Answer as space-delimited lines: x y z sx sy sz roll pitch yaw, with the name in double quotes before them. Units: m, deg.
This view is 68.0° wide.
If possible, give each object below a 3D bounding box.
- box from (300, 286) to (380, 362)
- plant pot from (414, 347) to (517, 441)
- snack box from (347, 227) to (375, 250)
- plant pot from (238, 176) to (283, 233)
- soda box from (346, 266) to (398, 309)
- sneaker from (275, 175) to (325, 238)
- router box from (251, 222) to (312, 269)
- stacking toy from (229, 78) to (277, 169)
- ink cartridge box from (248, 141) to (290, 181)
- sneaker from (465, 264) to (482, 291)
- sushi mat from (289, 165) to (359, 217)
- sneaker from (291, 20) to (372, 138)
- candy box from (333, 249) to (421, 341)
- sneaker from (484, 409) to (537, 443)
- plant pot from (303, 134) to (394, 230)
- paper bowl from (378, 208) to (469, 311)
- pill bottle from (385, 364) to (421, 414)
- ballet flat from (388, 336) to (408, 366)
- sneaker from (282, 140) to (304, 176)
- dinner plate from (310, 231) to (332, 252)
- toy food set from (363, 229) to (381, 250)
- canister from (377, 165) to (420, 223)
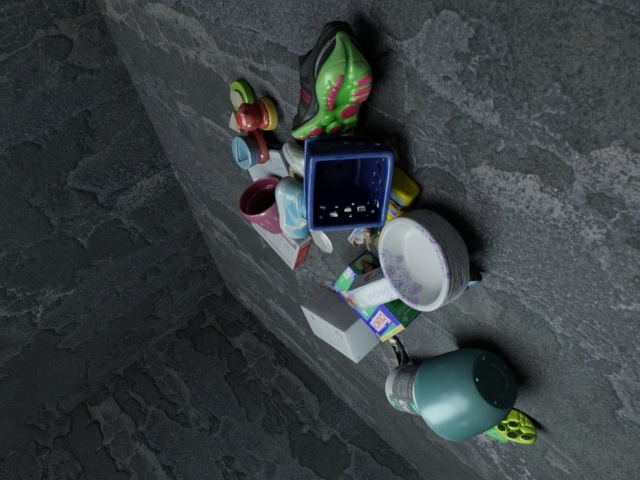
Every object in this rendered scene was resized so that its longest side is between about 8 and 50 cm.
"box" 0.094 0.405 2.328 0.345 0.168 0.215 24 144 49
"plant pot" 0.500 0.492 1.574 0.293 0.293 0.235 49 140 7
"snack box" 0.152 -0.020 1.785 0.064 0.022 0.178 49 157 8
"plant pot" -0.204 -0.128 1.933 0.201 0.201 0.180 31 164 40
"soda box" 0.233 0.146 1.636 0.286 0.091 0.098 -28 109 41
"sneaker" -0.051 -0.085 1.810 0.208 0.127 0.319 27 153 27
"router box" -0.200 -0.049 2.322 0.335 0.082 0.301 47 157 11
"stacking toy" -0.308 -0.439 1.803 0.279 0.130 0.309 49 144 23
"ink cartridge box" -0.186 -0.261 2.003 0.324 0.071 0.330 21 144 47
"sneaker" 0.433 0.118 1.437 0.073 0.063 0.162 34 160 -17
"sushi mat" 0.008 -0.163 1.771 0.316 0.019 0.151 31 153 16
"sneaker" 0.022 -0.419 1.314 0.483 0.185 0.202 144 118 -71
"candy box" 0.219 0.230 1.898 0.317 0.122 0.268 46 155 10
"sneaker" 0.683 0.684 1.752 0.123 0.109 0.295 34 160 -17
"plant pot" 0.064 -0.181 1.370 0.212 0.235 0.236 -108 16 -57
"paper bowl" 0.311 0.049 1.376 0.284 0.148 0.284 39 139 45
"pill bottle" 0.434 0.620 1.958 0.204 0.204 0.361 53 157 -2
"ballet flat" 0.350 0.504 2.145 0.057 0.049 0.173 8 132 57
"sneaker" -0.019 -0.279 1.670 0.290 0.106 0.123 49 127 24
"dinner plate" 0.000 0.000 2.107 0.141 0.017 0.141 41 156 23
"toy food set" 0.246 0.021 1.662 0.192 0.038 0.132 24 152 29
"canister" 0.221 -0.130 1.430 0.126 0.073 0.170 46 155 16
